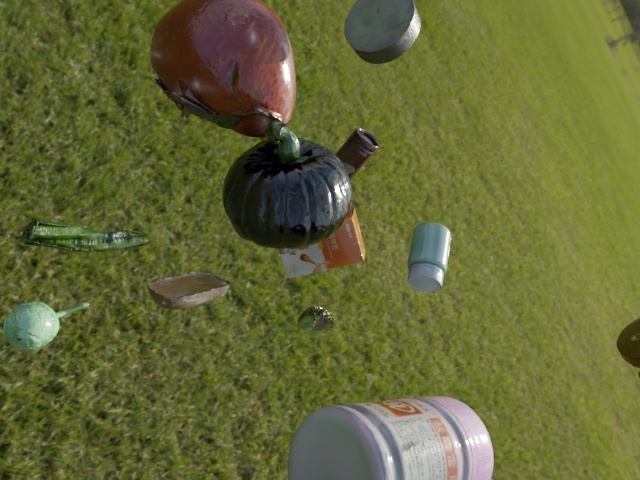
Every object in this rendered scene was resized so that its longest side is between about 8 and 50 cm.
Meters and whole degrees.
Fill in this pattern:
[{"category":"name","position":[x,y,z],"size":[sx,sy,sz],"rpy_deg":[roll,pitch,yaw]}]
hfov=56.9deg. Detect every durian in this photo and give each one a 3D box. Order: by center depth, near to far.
[{"category":"durian","position":[-0.011,0.321,2.480],"size":[0.137,0.221,0.095],"rpy_deg":[13,70,-19]}]

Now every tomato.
[{"category":"tomato","position":[-0.149,-0.353,1.088],"size":[0.309,0.170,0.308],"rpy_deg":[11,67,-27]}]

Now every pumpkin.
[{"category":"pumpkin","position":[-0.063,-0.116,1.114],"size":[0.248,0.248,0.247],"rpy_deg":[33,44,-39]}]

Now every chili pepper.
[{"category":"chili pepper","position":[-0.564,-0.004,1.483],"size":[0.359,0.085,0.076],"rpy_deg":[9,46,-56]}]

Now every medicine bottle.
[{"category":"medicine bottle","position":[0.124,0.363,0.971],"size":[0.316,0.202,0.202],"rpy_deg":[10,61,-45]},{"category":"medicine bottle","position":[0.385,0.058,2.110],"size":[0.139,0.139,0.225],"rpy_deg":[37,54,-35]}]

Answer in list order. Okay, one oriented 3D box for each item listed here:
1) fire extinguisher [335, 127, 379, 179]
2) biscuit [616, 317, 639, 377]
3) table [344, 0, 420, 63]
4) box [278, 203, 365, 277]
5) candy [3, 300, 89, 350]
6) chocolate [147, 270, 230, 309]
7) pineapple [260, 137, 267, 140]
[{"category":"fire extinguisher","position":[0.065,-0.218,2.033],"size":[0.102,0.344,0.138],"rpy_deg":[13,38,-42]},{"category":"biscuit","position":[0.555,0.163,0.903],"size":[0.039,0.180,0.236],"rpy_deg":[59,-3,-10]},{"category":"table","position":[0.112,-0.389,1.071],"size":[0.043,0.134,0.133],"rpy_deg":[32,43,-58]},{"category":"box","position":[0.000,0.000,2.460],"size":[0.143,0.342,0.224],"rpy_deg":[-91,167,-62]},{"category":"candy","position":[-0.708,0.201,1.580],"size":[0.119,0.119,0.440],"rpy_deg":[62,-3,-4]},{"category":"chocolate","position":[-0.446,0.180,1.991],"size":[0.261,0.161,0.083],"rpy_deg":[-12,118,-45]},{"category":"pineapple","position":[-0.142,-0.377,1.674],"size":[0.161,0.158,0.334],"rpy_deg":[51,11,-1]}]
